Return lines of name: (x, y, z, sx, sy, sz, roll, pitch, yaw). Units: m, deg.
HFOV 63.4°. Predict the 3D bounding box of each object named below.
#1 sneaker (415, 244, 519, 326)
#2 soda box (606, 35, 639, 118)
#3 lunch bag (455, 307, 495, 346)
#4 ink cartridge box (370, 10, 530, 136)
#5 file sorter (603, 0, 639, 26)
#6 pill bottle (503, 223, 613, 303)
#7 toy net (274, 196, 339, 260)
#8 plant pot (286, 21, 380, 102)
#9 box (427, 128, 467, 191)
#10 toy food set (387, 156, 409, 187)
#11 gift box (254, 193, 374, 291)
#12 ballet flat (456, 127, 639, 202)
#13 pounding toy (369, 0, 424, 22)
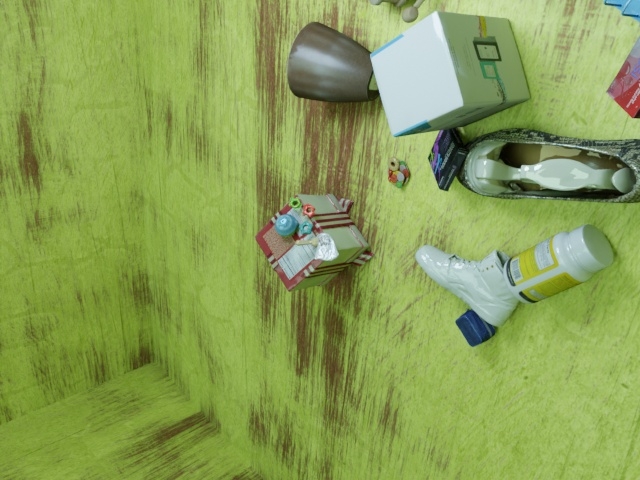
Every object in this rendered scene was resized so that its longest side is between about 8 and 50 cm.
sneaker: (0.395, 0.066, 1.337, 0.292, 0.108, 0.169, 39, 130, 21)
soda box: (0.583, -0.328, 0.831, 0.263, 0.083, 0.092, 102, 162, -45)
lunch bag: (0.417, 0.227, 1.394, 0.098, 0.065, 0.067, 60, 155, 12)
ink cartridge box: (0.291, -0.364, 1.155, 0.198, 0.270, 0.197, -16, 90, 51)
file sorter: (0.584, -0.447, 0.914, 0.170, 0.104, 0.118, 50, 136, 24)
pill bottle: (0.527, 0.054, 1.157, 0.208, 0.119, 0.119, -40, 73, 49)
toy net: (-0.026, -0.024, 1.498, 0.232, 0.122, 0.045, 37, 171, 22)
plant pot: (0.060, -0.478, 1.457, 0.230, 0.215, 0.215, 25, 123, 25)
box: (0.316, -0.214, 1.301, 0.162, 0.029, 0.116, -94, 18, -52)
toy food set: (0.223, -0.195, 1.495, 0.082, 0.020, 0.083, 36, 128, 36)
gift box: (0.000, 0.000, 1.654, 0.276, 0.258, 0.255, -37, 74, 26)
ballet flat: (0.457, -0.156, 1.110, 0.482, 0.182, 0.164, 13, 111, 47)
pounding toy: (0.213, -0.670, 1.291, 0.154, 0.154, 0.270, -152, 61, -75)
